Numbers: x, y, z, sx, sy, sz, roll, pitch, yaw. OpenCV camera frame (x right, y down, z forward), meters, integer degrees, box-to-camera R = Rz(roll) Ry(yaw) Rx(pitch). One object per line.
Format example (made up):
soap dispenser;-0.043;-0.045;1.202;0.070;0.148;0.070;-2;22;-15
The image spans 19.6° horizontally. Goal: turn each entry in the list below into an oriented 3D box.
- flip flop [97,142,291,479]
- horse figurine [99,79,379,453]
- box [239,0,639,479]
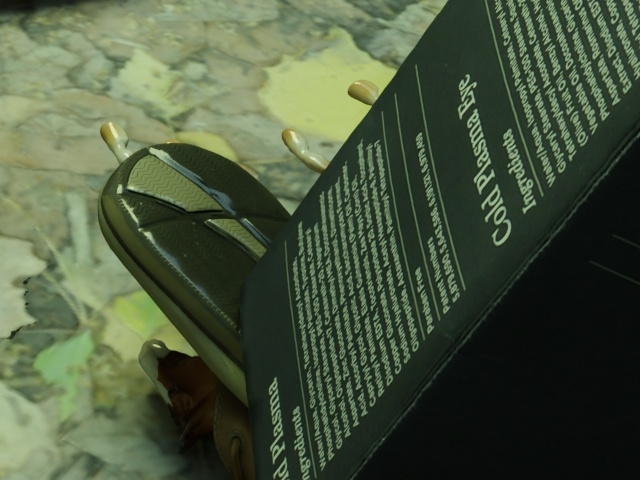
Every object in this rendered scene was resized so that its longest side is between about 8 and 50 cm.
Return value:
flip flop;-0.014;0.077;0.862;0.277;0.080;0.112;49;39;10
horse figurine;0.000;0.000;0.986;0.263;0.066;0.174;-11;57;-38
box;0.190;0.026;0.750;0.343;0.312;0.179;23;33;-23
